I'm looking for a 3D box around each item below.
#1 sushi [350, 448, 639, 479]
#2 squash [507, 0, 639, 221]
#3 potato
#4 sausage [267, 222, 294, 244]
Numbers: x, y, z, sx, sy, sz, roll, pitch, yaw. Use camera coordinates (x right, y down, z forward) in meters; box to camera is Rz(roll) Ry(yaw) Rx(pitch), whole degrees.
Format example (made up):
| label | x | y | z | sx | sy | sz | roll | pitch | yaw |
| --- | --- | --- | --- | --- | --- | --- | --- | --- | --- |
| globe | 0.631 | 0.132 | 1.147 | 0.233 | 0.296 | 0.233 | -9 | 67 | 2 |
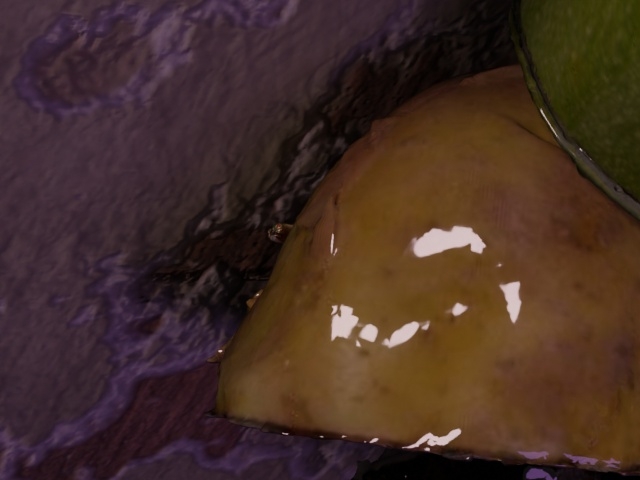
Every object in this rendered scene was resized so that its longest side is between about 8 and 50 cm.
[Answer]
| label | x | y | z | sx | sy | sz | roll | pitch | yaw |
| --- | --- | --- | --- | --- | --- | --- | --- | --- | --- |
| sushi | 0.167 | 0.199 | 1.137 | 0.234 | 0.207 | 0.349 | -28 | 175 | 35 |
| squash | 0.285 | -0.161 | 0.680 | 0.263 | 0.263 | 0.384 | -19 | 168 | -26 |
| potato | 0.099 | 0.009 | 0.873 | 0.289 | 0.301 | 0.237 | 14 | 82 | -59 |
| sausage | 0.000 | 0.000 | 0.948 | 0.100 | 0.015 | 0.015 | 10 | 125 | -49 |
